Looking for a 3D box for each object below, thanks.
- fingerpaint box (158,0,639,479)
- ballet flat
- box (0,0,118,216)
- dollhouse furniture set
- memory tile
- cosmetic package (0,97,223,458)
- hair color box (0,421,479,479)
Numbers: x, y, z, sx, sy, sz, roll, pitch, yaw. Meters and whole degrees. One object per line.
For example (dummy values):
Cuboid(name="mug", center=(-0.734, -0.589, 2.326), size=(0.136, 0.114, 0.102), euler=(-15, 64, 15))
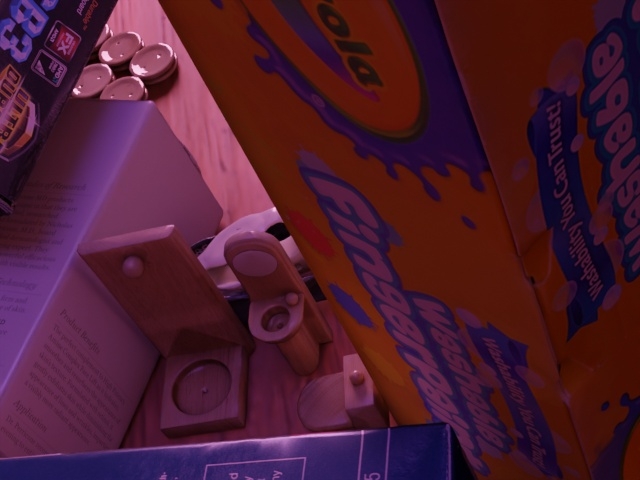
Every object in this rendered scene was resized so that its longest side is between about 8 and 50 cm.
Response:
Cuboid(name="fingerpaint box", center=(0.142, -0.122, 0.504), size=(0.163, 0.445, 0.371), euler=(30, 70, 38))
Cuboid(name="ballet flat", center=(0.000, 0.000, 0.716), size=(0.203, 0.074, 0.074), euler=(-20, 49, 6))
Cuboid(name="box", center=(-0.238, -0.102, 0.803), size=(0.293, 0.073, 0.295), euler=(-24, 39, 45))
Cuboid(name="dollhouse furniture set", center=(-0.044, 0.082, 0.633), size=(0.144, 0.123, 0.151), euler=(-11, 51, 14))
Cuboid(name="memory tile", center=(-0.183, -0.104, 0.909), size=(0.113, 0.012, 0.148), euler=(23, 65, 34))
Cuboid(name="cosmetic package", center=(-0.151, 0.037, 0.718), size=(0.085, 0.117, 0.231), euler=(4, 55, 26))
Cuboid(name="hair color box", center=(-0.090, 0.177, 0.546), size=(0.347, 0.174, 0.105), euler=(-8, 51, 17))
